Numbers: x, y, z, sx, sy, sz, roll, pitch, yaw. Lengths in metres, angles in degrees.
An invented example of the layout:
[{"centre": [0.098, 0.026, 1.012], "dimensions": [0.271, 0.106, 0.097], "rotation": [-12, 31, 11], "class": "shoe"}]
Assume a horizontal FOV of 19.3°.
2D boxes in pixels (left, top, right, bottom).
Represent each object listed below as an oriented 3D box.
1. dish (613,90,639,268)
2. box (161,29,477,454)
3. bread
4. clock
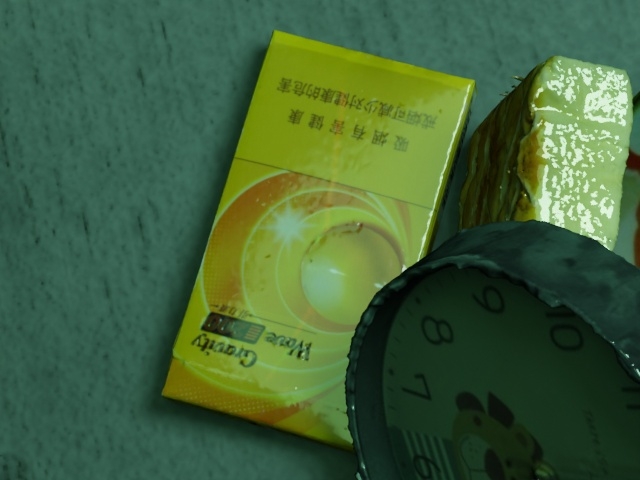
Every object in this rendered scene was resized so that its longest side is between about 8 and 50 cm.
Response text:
[{"centre": [0.285, 0.046, 1.150], "dimensions": [0.124, 0.324, 0.324], "rotation": [4, 76, -30], "class": "dish"}, {"centre": [0.000, 0.000, 1.297], "dimensions": [0.152, 0.043, 0.269], "rotation": [14, 80, 11], "class": "box"}, {"centre": [0.137, -0.032, 1.208], "dimensions": [0.068, 0.188, 0.125], "rotation": [10, 79, -8], "class": "bread"}, {"centre": [0.137, 0.141, 1.127], "dimensions": [0.061, 0.312, 0.312], "rotation": [-26, 72, -35], "class": "clock"}]
